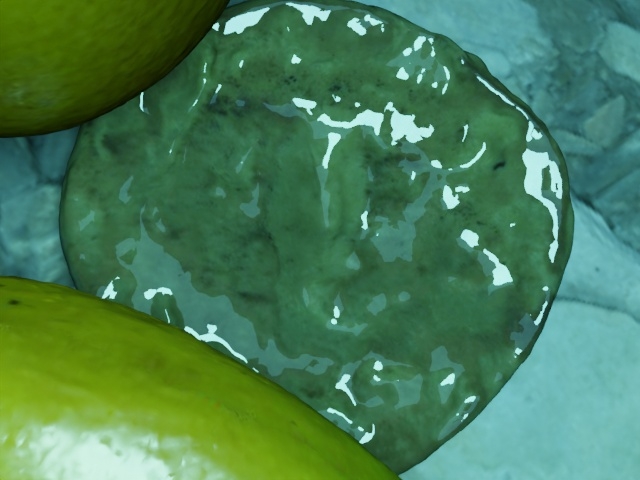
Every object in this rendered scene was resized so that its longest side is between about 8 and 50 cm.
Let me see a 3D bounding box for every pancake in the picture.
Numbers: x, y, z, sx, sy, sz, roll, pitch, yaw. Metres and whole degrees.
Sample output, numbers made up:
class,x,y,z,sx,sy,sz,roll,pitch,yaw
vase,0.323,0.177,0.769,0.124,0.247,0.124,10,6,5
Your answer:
class,x,y,z,sx,sy,sz,roll,pitch,yaw
pancake,0.000,0.000,0.585,0.242,0.050,0.241,1,80,-7

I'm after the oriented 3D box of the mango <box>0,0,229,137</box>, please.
class,x,y,z,sx,sy,sz,roll,pitch,yaw
mango,-0.135,-0.181,0.430,0.221,0.378,0.263,-22,71,-5

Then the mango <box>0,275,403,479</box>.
class,x,y,z,sx,sy,sz,roll,pitch,yaw
mango,-0.049,0.103,0.464,0.317,0.176,0.119,28,67,-13
